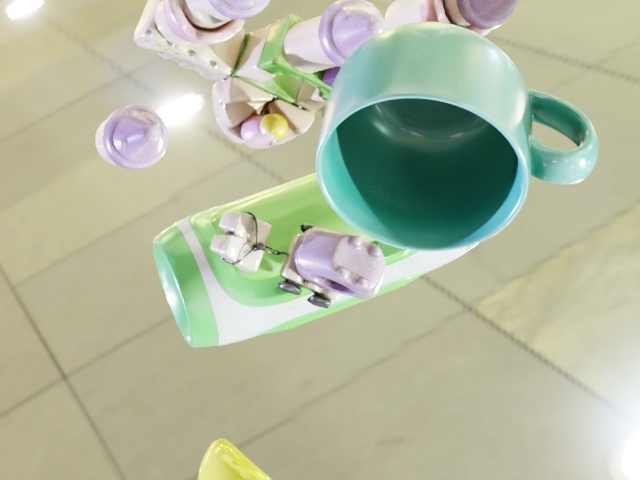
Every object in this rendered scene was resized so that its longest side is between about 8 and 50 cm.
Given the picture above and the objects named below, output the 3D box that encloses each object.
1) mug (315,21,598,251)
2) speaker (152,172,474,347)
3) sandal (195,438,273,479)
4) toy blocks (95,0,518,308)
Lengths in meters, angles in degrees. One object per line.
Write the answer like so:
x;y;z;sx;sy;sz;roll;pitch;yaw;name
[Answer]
0.079;-0.066;0.991;0.129;0.158;0.097;-52;19;41;mug
0.000;0.000;1.479;0.297;0.131;0.131;-20;21;-13;speaker
-0.090;0.272;1.359;0.126;0.317;0.138;40;76;20;sandal
0.001;-0.132;1.266;0.260;0.289;0.309;-2;66;65;toy blocks
